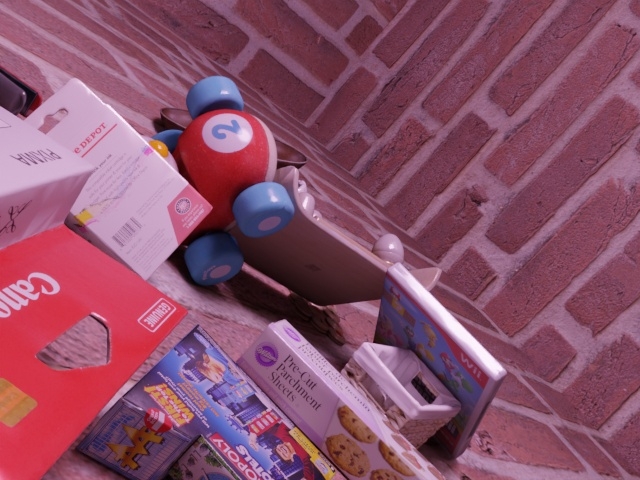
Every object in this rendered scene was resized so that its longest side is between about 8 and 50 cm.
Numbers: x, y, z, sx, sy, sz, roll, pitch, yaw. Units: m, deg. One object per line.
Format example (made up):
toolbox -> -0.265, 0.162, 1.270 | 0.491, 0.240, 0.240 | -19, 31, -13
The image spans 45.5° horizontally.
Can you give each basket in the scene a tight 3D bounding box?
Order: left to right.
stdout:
basket -> 0.089, 0.208, 0.977 | 0.113, 0.103, 0.167 | 47, 12, 28

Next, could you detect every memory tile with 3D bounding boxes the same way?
memory tile -> -0.008, 0.111, 1.253 | 0.113, 0.012, 0.148 | 38, 12, -17

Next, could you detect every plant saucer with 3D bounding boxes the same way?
plant saucer -> -0.177, -0.194, 1.537 | 0.311, 0.050, 0.310 | 18, 14, -5

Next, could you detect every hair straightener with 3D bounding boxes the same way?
hair straightener -> -0.463, -0.237, 0.958 | 0.230, 0.047, 0.089 | 41, 11, -2

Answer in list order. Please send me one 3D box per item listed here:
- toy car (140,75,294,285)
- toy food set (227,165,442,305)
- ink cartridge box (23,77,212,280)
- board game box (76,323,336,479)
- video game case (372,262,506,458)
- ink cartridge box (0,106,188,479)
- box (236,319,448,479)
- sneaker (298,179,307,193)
toy car -> -0.193, -0.083, 0.935 | 0.238, 0.210, 0.219 | 6, 50, -49
toy food set -> 0.000, 0.000, 1.114 | 0.306, 0.092, 0.220 | 34, -29, -33
ink cartridge box -> -0.229, -0.060, 0.811 | 0.198, 0.115, 0.067 | 46, -25, -15
board game box -> -0.098, 0.166, 0.631 | 0.194, 0.060, 0.194 | 44, 13, 13
video game case -> 0.152, 0.179, 1.079 | 0.204, 0.025, 0.285 | 47, -25, 26
ink cartridge box -> -0.213, -0.007, 0.469 | 0.261, 0.066, 0.296 | 33, 13, -2
box -> 0.043, 0.225, 0.864 | 0.324, 0.067, 0.063 | 44, 12, 11
sneaker -> -0.069, -0.067, 1.547 | 0.118, 0.110, 0.292 | 63, 0, -16
